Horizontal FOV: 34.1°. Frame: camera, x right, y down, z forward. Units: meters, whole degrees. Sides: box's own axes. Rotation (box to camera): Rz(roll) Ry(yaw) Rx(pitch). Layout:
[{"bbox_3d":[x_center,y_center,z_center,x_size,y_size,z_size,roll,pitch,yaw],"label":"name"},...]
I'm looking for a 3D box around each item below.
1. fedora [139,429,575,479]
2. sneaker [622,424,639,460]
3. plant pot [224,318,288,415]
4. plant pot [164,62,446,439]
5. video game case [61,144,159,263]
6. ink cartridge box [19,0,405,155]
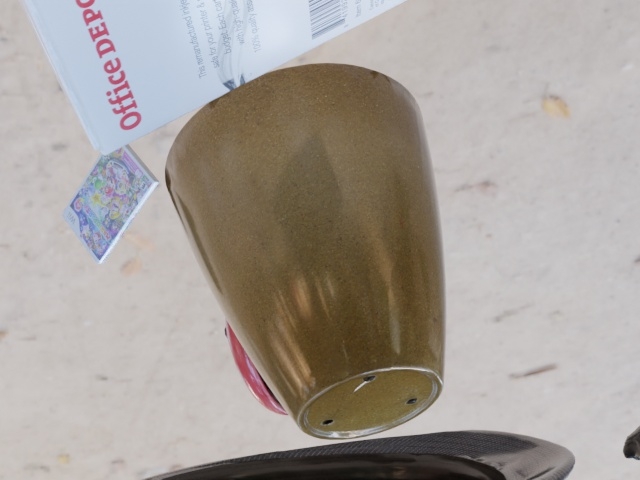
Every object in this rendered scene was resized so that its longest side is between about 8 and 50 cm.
[{"bbox_3d":[0.011,0.193,0.597,0.276,0.124,0.244,-4,179,-22],"label":"fedora"},{"bbox_3d":[0.380,0.282,1.006,0.135,0.276,0.098,-33,149,24],"label":"sneaker"},{"bbox_3d":[0.004,0.082,1.099,0.174,0.191,0.191,-16,149,18],"label":"plant pot"},{"bbox_3d":[0.006,0.026,0.868,0.237,0.254,0.237,-11,146,-7],"label":"plant pot"},{"bbox_3d":[-0.237,-0.047,1.172,0.122,0.087,0.011,-53,151,19],"label":"video game case"},{"bbox_3d":[-0.062,-0.178,0.605,0.237,0.100,0.172,-29,153,-11],"label":"ink cartridge box"}]
